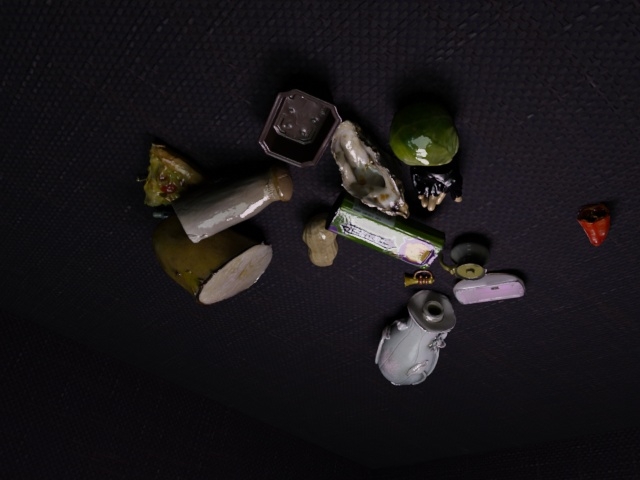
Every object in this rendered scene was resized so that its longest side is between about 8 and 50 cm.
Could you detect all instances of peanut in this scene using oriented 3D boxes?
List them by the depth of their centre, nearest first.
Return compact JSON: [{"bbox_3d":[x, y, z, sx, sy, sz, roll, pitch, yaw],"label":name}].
[{"bbox_3d":[0.000,0.000,1.819,0.123,0.124,0.257,7,147,4],"label":"peanut"}]

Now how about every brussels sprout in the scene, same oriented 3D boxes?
[{"bbox_3d":[0.266,-0.271,1.379,0.180,0.162,0.143,8,-178,-19],"label":"brussels sprout"}]

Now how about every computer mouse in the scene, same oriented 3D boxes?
[{"bbox_3d":[0.598,0.169,1.930,0.245,0.056,0.126,-12,136,27],"label":"computer mouse"}]

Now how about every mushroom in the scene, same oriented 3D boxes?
[{"bbox_3d":[-0.276,-0.115,1.641,0.406,0.154,0.138,-19,123,14],"label":"mushroom"}]

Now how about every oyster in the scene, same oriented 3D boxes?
[{"bbox_3d":[0.145,-0.198,1.531,0.341,0.110,0.166,34,124,-22],"label":"oyster"}]

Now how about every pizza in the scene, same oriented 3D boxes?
[{"bbox_3d":[-0.482,-0.165,1.749,0.279,0.075,0.287,34,135,-27],"label":"pizza"}]

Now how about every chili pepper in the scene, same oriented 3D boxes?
[{"bbox_3d":[0.819,-0.033,1.618,0.088,0.065,0.169,-10,141,26],"label":"chili pepper"}]

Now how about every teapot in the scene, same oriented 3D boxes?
[{"bbox_3d":[0.471,0.064,1.775,0.165,0.119,0.130,-9,138,24],"label":"teapot"}]

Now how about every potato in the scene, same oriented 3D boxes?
[{"bbox_3d":[-0.376,0.023,1.860,0.296,0.397,0.290,44,121,13],"label":"potato"}]

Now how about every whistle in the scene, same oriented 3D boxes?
[{"bbox_3d":[0.357,0.134,1.970,0.109,0.057,0.046,-7,-175,8],"label":"whistle"}]

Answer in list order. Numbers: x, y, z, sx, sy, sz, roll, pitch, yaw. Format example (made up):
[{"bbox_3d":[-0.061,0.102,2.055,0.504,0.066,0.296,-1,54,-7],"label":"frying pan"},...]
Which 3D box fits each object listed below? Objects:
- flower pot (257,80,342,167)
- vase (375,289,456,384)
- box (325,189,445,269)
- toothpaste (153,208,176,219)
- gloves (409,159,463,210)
[{"bbox_3d":[-0.052,-0.317,1.447,0.178,0.084,0.251,20,143,-13],"label":"flower pot"},{"bbox_3d":[0.369,0.387,2.134,0.249,0.250,0.446,13,138,-3],"label":"vase"},{"bbox_3d":[0.191,-0.032,1.627,0.345,0.097,0.134,21,130,-10],"label":"box"},{"bbox_3d":[-0.473,-0.085,1.884,0.215,0.037,0.062,4,145,2],"label":"toothpaste"},{"bbox_3d":[0.326,-0.163,1.528,0.164,0.124,0.203,23,165,14],"label":"gloves"}]
